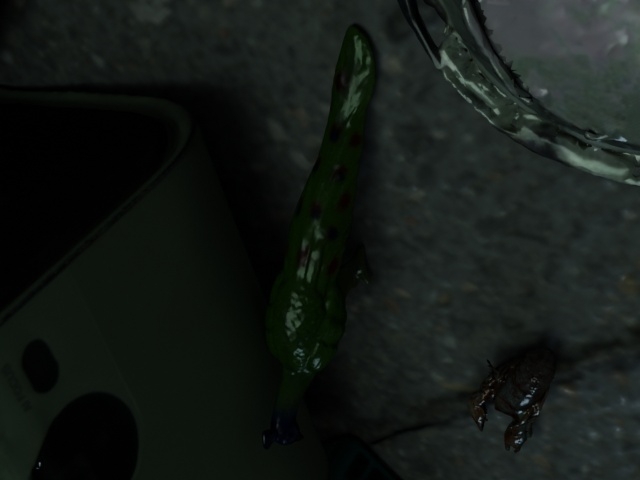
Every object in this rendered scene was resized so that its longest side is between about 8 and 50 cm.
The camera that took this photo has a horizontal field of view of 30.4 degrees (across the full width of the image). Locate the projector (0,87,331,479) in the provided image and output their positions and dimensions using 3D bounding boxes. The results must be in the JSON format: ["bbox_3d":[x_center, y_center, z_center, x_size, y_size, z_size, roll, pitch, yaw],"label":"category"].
[{"bbox_3d":[-0.167,0.087,0.632,0.248,0.248,0.249,8,131,36],"label":"projector"}]

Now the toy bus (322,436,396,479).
[{"bbox_3d":[-0.030,0.250,0.691,0.147,0.256,0.128,47,136,-6],"label":"toy bus"}]

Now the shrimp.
[{"bbox_3d":[0.100,0.084,0.627,0.038,0.029,0.092,23,139,14],"label":"shrimp"}]

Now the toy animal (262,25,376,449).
[{"bbox_3d":[0.005,-0.002,0.600,0.041,0.075,0.216,17,105,16],"label":"toy animal"}]

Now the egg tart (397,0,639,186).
[{"bbox_3d":[0.122,-0.105,0.403,0.234,0.094,0.234,16,132,18],"label":"egg tart"}]
